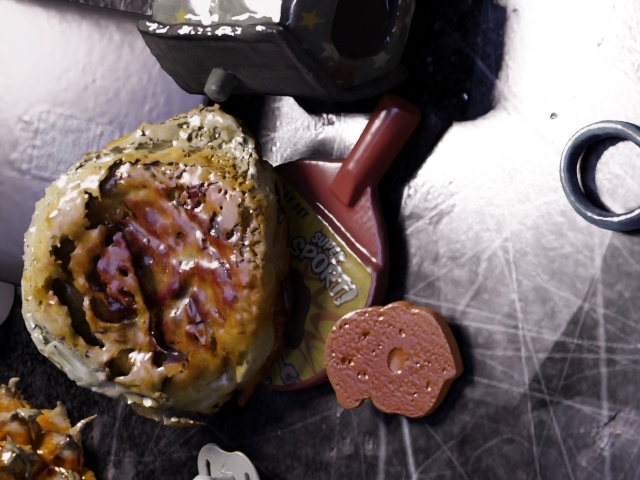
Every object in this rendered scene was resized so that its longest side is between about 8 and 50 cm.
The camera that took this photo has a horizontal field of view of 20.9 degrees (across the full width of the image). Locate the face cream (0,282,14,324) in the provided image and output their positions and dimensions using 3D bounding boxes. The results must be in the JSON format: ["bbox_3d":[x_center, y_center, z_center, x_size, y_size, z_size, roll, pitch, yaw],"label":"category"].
[{"bbox_3d":[-0.445,0.049,1.934,0.214,0.096,0.096,5,88,42],"label":"face cream"}]

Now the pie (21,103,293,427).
[{"bbox_3d":[-0.156,0.029,1.615,0.308,0.085,0.308,2,97,17],"label":"pie"}]

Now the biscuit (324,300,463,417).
[{"bbox_3d":[0.064,0.104,1.516,0.130,0.019,0.102,-3,94,29],"label":"biscuit"}]

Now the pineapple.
[{"bbox_3d":[-0.370,0.249,1.719,0.344,0.286,0.209,49,116,32],"label":"pineapple"}]

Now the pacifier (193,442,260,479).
[{"bbox_3d":[-0.095,0.230,1.626,0.083,0.064,0.068,13,111,42],"label":"pacifier"}]

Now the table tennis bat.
[{"bbox_3d":[0.000,0.000,1.591,0.200,0.038,0.310,47,118,32],"label":"table tennis bat"}]

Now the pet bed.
[{"bbox_3d":[-0.036,-0.194,1.545,0.211,0.183,0.159,11,90,42],"label":"pet bed"}]

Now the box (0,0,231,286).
[{"bbox_3d":[-0.237,-0.088,1.726,0.289,0.073,0.290,12,93,21],"label":"box"}]

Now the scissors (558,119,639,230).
[{"bbox_3d":[0.343,0.010,1.287,0.256,0.029,0.383,-43,57,29],"label":"scissors"}]
